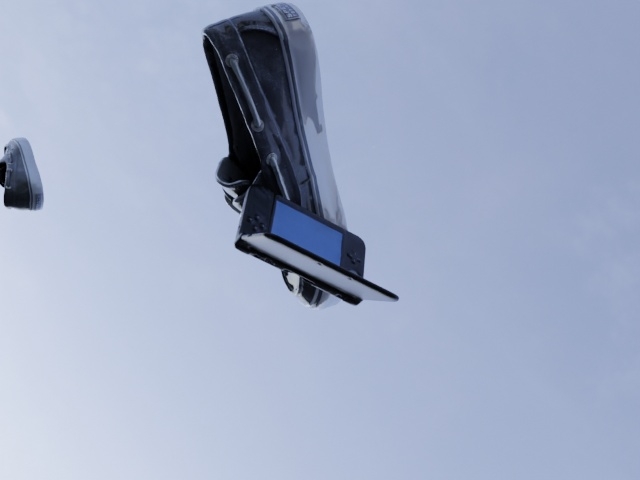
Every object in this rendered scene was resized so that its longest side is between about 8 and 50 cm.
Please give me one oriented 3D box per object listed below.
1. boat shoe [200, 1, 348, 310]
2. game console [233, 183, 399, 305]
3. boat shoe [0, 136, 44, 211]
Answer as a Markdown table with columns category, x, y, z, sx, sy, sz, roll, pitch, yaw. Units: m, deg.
| category | x | y | z | sx | sy | sz | roll | pitch | yaw |
| --- | --- | --- | --- | --- | --- | --- | --- | --- | --- |
| boat shoe | -0.046 | -0.059 | 0.762 | 0.108 | 0.102 | 0.301 | 38 | -37 | 51 |
| game console | 0.000 | 0.000 | 0.673 | 0.122 | 0.107 | 0.071 | 28 | -46 | -21 |
| boat shoe | -0.332 | -0.075 | 0.898 | 0.142 | 0.040 | 0.049 | 47 | -46 | 50 |
